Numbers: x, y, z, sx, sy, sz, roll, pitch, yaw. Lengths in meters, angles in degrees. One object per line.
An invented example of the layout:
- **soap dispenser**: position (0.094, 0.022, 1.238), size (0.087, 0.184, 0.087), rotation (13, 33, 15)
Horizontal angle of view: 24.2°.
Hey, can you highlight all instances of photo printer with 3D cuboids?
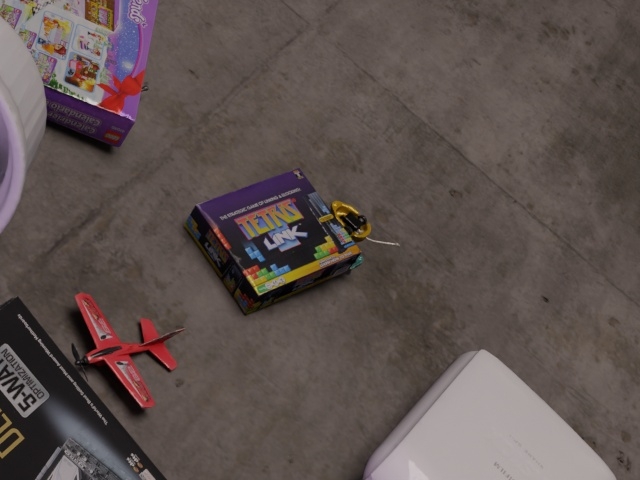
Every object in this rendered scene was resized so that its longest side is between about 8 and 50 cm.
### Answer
- **photo printer**: position (0.188, 0.289, 1.709), size (0.256, 0.107, 0.307), rotation (45, 37, 5)

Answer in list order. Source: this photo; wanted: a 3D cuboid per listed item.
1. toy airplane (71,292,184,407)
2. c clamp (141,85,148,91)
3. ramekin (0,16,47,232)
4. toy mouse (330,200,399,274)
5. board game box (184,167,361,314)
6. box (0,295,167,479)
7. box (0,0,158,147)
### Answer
- **toy airplane**: position (-0.208, 0.115, 1.601), size (0.151, 0.028, 0.151), rotation (24, 41, -23)
- **c clamp**: position (-0.313, -0.224, 1.861), size (0.160, 0.022, 0.137), rotation (49, 43, 8)
- **ramekin**: position (-0.407, -0.123, 1.473), size (0.277, 0.277, 0.135), rotation (33, 29, -10)
- **toy mouse**: position (0.000, 0.000, 1.895), size (0.161, 0.031, 0.143), rotation (40, 46, 6)
- **board game box**: position (-0.057, -0.002, 1.810), size (0.170, 0.048, 0.141), rotation (-23, 69, -38)
- **box**: position (-0.268, 0.235, 1.345), size (0.307, 0.076, 0.242), rotation (52, 36, -4)
- **box**: position (-0.310, -0.268, 1.838), size (0.201, 0.057, 0.293), rotation (21, 46, -18)
